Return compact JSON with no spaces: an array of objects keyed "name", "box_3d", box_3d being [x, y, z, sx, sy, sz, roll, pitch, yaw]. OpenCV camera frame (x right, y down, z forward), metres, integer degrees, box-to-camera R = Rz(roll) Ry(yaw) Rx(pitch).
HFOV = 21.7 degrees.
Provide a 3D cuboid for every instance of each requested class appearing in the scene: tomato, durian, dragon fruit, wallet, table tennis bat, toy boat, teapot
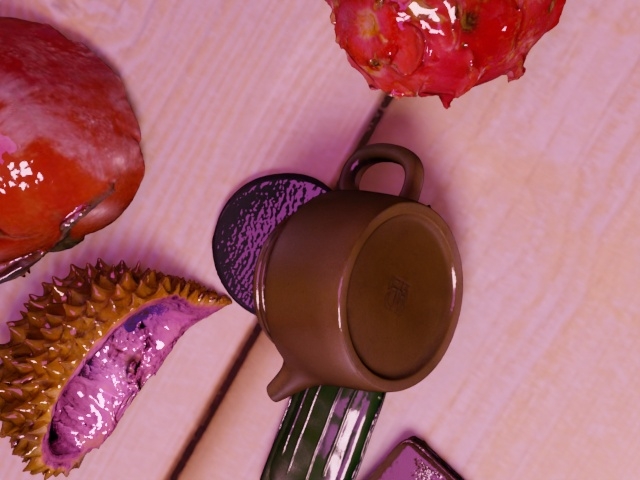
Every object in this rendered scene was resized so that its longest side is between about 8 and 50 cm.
[{"name":"tomato","box_3d":[-0.347,-0.105,1.714,0.309,0.170,0.309,0,90,15]},{"name":"durian","box_3d":[-0.257,0.114,1.720,0.186,0.154,0.260,30,90,40]},{"name":"dragon fruit","box_3d":[0.131,-0.242,1.564,0.268,0.205,0.210,-46,106,-24]},{"name":"wallet","box_3d":[0.126,0.293,1.635,0.198,0.031,0.110,43,100,13]},{"name":"table tennis bat","box_3d":[0.000,0.000,1.682,0.236,0.027,0.150,-10,88,18]},{"name":"toy boat","box_3d":[0.007,0.185,1.662,0.104,0.052,0.210,24,95,35]},{"name":"teapot","box_3d":[0.019,0.031,1.583,0.175,0.185,0.268,8,73,41]}]
